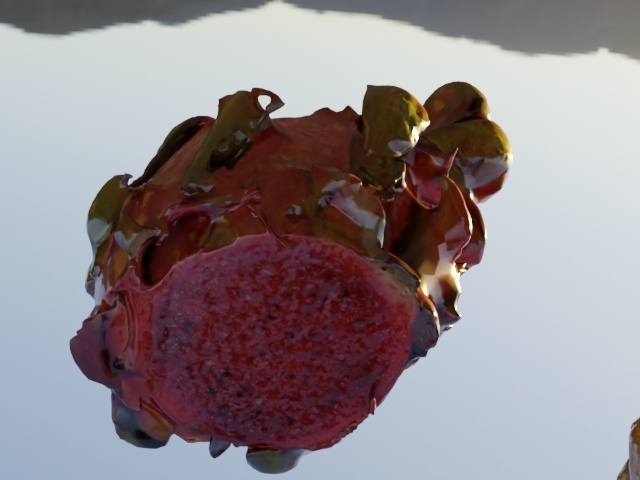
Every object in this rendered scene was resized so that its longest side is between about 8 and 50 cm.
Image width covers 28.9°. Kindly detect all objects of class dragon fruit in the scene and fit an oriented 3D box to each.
[{"bbox_3d":[0.000,0.000,0.489,0.150,0.133,0.208,31,-123,34],"label":"dragon fruit"}]

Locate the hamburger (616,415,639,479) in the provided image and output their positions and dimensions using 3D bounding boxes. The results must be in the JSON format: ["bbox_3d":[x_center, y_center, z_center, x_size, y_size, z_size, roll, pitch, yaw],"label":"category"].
[{"bbox_3d":[0.288,0.133,0.747,0.283,0.144,0.156,-18,-137,-19],"label":"hamburger"}]
